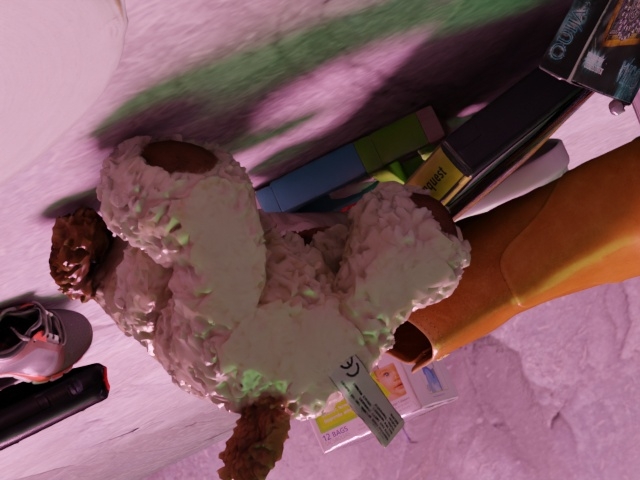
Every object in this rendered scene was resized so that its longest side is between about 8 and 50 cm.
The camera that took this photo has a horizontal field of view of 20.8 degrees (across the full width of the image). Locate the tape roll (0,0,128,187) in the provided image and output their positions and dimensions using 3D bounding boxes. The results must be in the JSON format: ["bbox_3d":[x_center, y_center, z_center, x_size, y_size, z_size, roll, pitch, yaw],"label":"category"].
[{"bbox_3d":[-0.262,-0.038,0.659,0.392,0.072,0.392,-25,170,-5],"label":"tape roll"}]

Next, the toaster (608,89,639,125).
[{"bbox_3d":[0.349,-0.131,1.404,0.227,0.146,0.129,-28,-166,12],"label":"toaster"}]

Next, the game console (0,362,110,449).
[{"bbox_3d":[-0.390,0.207,1.535,0.386,0.060,0.342,-26,178,-22],"label":"game console"}]

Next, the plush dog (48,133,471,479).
[{"bbox_3d":[-0.061,0.039,1.185,0.262,0.211,0.225,10,-175,-26],"label":"plush dog"}]

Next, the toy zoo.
[{"bbox_3d":[-0.019,-0.023,1.480,0.293,0.030,0.192,-26,171,9],"label":"toy zoo"}]

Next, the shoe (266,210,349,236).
[{"bbox_3d":[0.000,0.000,1.419,0.076,0.058,0.219,-51,166,15],"label":"shoe"}]

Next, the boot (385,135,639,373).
[{"bbox_3d":[0.160,0.021,1.260,0.211,0.104,0.295,-34,-170,-28],"label":"boot"}]

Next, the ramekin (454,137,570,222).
[{"bbox_3d":[0.144,-0.006,1.594,0.207,0.109,0.207,-23,-173,3],"label":"ramekin"}]

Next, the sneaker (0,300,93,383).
[{"bbox_3d":[-0.232,0.078,1.410,0.065,0.061,0.158,-39,165,33],"label":"sneaker"}]

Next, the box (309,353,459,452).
[{"bbox_3d":[0.028,0.083,1.651,0.114,0.203,0.103,-27,170,22],"label":"box"}]

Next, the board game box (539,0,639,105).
[{"bbox_3d":[0.205,-0.156,1.156,0.126,0.026,0.186,-63,161,9],"label":"board game box"}]

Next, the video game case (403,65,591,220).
[{"bbox_3d":[0.133,-0.071,1.336,0.275,0.035,0.248,-38,174,-34],"label":"video game case"}]
